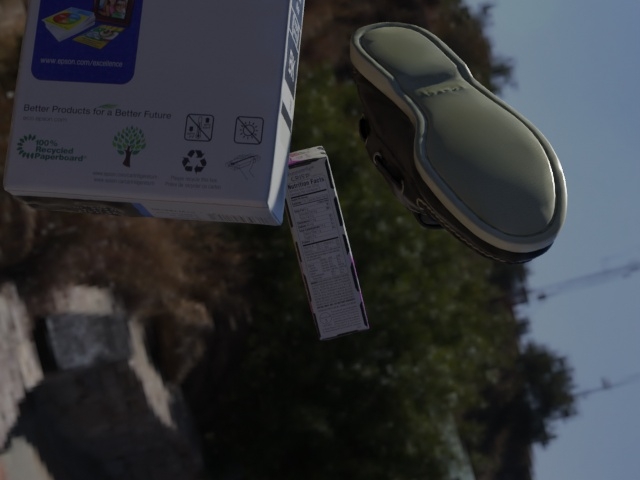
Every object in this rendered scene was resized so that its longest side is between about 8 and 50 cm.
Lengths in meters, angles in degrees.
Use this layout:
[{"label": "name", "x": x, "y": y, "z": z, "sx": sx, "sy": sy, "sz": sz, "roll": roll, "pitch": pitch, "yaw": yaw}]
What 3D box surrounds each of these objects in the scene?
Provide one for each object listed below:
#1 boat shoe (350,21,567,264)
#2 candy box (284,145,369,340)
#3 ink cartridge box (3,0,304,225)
[{"label": "boat shoe", "x": 0.112, "y": -0.069, "z": 1.252, "sx": 0.340, "sy": 0.127, "sz": 0.113, "roll": 53, "pitch": -32, "yaw": 43}, {"label": "candy box", "x": 0.000, "y": 0.000, "z": 1.826, "sx": 0.159, "sy": 0.071, "sz": 0.233, "roll": -106, "pitch": -178, "yaw": -82}, {"label": "ink cartridge box", "x": -0.091, "y": -0.179, "z": 0.861, "sx": 0.065, "sy": 0.165, "sz": 0.332, "roll": 56, "pitch": 39, "yaw": -77}]
